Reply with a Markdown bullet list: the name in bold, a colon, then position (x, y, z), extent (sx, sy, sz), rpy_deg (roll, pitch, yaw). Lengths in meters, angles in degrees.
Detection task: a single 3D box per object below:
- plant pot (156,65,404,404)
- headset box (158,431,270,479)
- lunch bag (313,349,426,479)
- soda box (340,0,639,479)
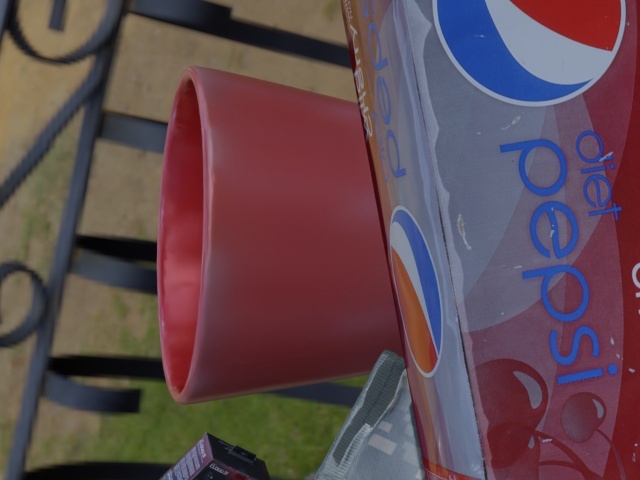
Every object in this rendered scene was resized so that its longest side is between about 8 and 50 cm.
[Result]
- **plant pot**: position (0.000, 0.000, 1.153), extent (0.275, 0.243, 0.275), rpy_deg (-178, 90, -75)
- **headset box**: position (-0.083, 0.188, 1.057), extent (0.083, 0.062, 0.032), rpy_deg (-47, 34, 17)
- **lunch bag**: position (0.094, 0.199, 0.730), extent (0.169, 0.235, 0.287), rpy_deg (-61, -8, -15)
- **soda box**: position (0.068, -0.029, 0.481), extent (0.083, 0.092, 0.263), rpy_deg (169, 92, -78)
